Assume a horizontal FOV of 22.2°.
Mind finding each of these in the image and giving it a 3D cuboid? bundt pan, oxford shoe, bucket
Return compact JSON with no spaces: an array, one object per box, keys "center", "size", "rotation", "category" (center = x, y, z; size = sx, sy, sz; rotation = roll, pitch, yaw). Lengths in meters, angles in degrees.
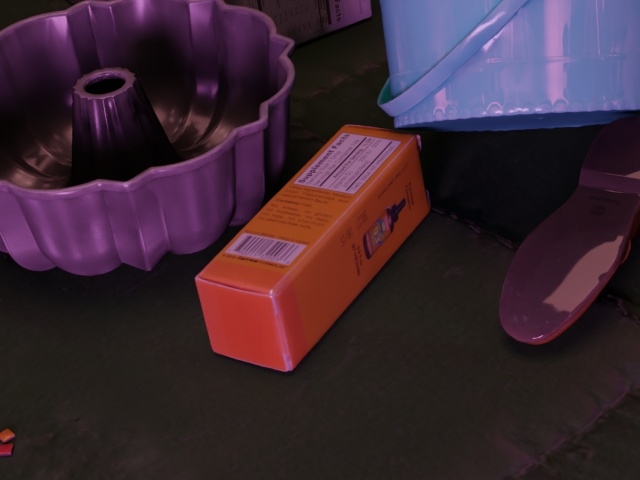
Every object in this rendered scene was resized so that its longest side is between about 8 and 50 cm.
[{"center":[-0.175,-0.084,1.401],"size":[0.330,0.124,0.331],"rotation":[-5,36,4],"category":"bundt pan"},{"center":[0.209,0.006,1.243],"size":[0.076,0.076,0.212],"rotation":[21,61,33],"category":"oxford shoe"},{"center":[0.172,-0.186,1.328],"size":[0.281,0.183,0.281],"rotation":[-3,0,0],"category":"bucket"}]

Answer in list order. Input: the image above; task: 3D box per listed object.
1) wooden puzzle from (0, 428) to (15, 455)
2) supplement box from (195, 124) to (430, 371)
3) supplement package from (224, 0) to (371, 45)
[{"center":[-0.266,0.150,1.192],"size":[0.083,0.006,0.049],"rotation":[-15,36,-9],"category":"wooden puzzle"},{"center":[0.000,0.000,1.284],"size":[0.080,0.078,0.233],"rotation":[12,40,32],"category":"supplement box"},{"center":[-0.082,-0.340,1.668],"size":[0.145,0.204,0.262],"rotation":[-24,37,-21],"category":"supplement package"}]
